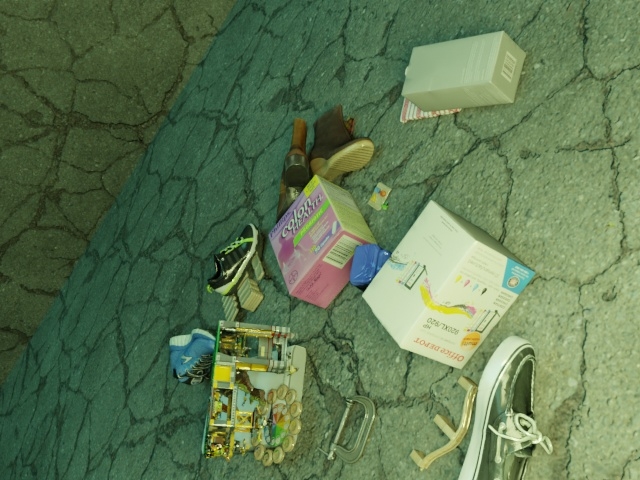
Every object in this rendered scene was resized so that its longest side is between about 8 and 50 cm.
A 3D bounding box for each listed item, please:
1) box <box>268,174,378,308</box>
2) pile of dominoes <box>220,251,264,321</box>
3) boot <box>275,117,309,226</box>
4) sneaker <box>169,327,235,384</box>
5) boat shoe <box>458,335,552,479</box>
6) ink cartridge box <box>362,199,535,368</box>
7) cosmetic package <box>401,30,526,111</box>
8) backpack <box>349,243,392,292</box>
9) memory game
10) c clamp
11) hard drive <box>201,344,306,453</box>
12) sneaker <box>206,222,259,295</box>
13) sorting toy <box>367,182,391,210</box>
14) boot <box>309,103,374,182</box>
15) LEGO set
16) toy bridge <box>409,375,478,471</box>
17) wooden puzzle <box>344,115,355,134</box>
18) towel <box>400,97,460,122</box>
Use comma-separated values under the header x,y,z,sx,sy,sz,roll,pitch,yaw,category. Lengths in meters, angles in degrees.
x,y,z,sx,sy,sz,roll,pitch,yaw,category
0.000,0.000,1.722,0.213,0.117,0.243,-50,35,21,box
-0.222,0.124,2.047,0.196,0.040,0.251,-55,26,15,pile of dominoes
-0.077,-0.167,1.943,0.280,0.096,0.264,-93,1,-57,boot
-0.331,0.333,1.983,0.330,0.130,0.147,-27,57,53,sneaker
0.300,0.308,1.104,0.105,0.113,0.306,14,83,50,boat shoe
0.231,0.084,1.292,0.232,0.171,0.168,-56,34,14,ink cartridge box
0.304,-0.361,1.518,0.238,0.107,0.127,5,75,48,cosmetic package
0.134,0.072,1.486,0.101,0.120,0.098,-2,65,44,backpack
-0.103,0.420,1.598,0.186,0.012,0.186,-33,44,39,memory game
0.055,0.394,1.470,0.137,0.022,0.160,22,88,57,c clamp
-0.173,0.408,1.759,0.353,0.047,0.233,-24,51,45,hard drive
-0.256,0.048,2.023,0.084,0.097,0.234,0,65,62,sneaker
0.146,-0.103,1.681,0.062,0.012,0.083,-60,33,7,sorting toy
0.049,-0.275,1.847,0.248,0.090,0.207,-30,54,50,boot
-0.154,0.341,1.604,0.255,0.192,0.331,107,166,-48,LEGO set
0.229,0.338,1.259,0.188,0.026,0.063,-60,34,8,toy bridge
0.074,-0.306,1.923,0.049,0.006,0.083,-14,58,50,wooden puzzle
0.272,-0.356,1.664,0.197,0.029,0.144,0,72,55,towel
